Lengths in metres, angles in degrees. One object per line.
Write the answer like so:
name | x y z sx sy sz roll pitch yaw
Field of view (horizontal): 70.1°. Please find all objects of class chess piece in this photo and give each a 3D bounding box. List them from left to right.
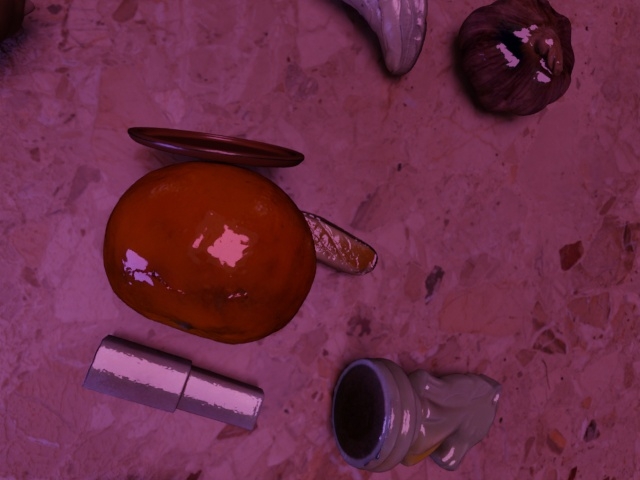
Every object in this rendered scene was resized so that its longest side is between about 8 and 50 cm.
chess piece | 0.180 0.301 0.776 0.298 0.175 0.176 15 81 -27

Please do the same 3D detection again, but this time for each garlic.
garlic | 0.387 -0.362 0.872 0.244 0.160 0.245 2 84 -15

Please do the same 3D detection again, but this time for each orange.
orange | -0.147 0.018 0.629 0.283 0.284 0.226 21 63 -13

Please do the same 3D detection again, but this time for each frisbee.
frisbee | -0.147 -0.137 0.666 0.250 0.251 0.021 7 105 -15

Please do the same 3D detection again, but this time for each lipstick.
lipstick | -0.214 0.219 0.695 0.252 0.079 0.078 22 78 -14

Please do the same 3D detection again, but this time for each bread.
bread | 0.001 0.000 0.788 0.214 0.053 0.073 24 83 -15

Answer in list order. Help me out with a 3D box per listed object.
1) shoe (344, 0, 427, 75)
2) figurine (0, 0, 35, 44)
shoe | 0.079 -0.468 0.819 0.210 0.132 0.342 -5 108 10
figurine | -0.498 -0.353 0.629 0.177 0.247 0.173 -38 134 8
